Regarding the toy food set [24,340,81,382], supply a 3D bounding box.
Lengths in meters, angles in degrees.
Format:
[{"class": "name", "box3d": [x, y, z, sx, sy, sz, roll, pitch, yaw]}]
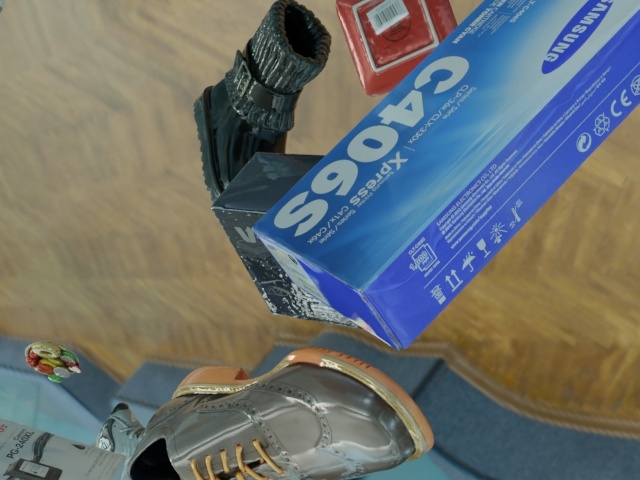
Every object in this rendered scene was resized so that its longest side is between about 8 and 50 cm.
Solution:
[{"class": "toy food set", "box3d": [-0.385, 0.173, 1.518, 0.082, 0.020, 0.083, 33, 135, -24]}]

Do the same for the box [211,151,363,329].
[{"class": "box", "box3d": [0.000, 0.000, 1.066, 0.156, 0.093, 0.158, 6, 137, 38]}]

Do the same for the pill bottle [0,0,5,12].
[{"class": "pill bottle", "box3d": [-0.528, -0.331, 1.518, 0.117, 0.208, 0.117, 27, 176, 2]}]

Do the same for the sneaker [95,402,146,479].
[{"class": "sneaker", "box3d": [-0.239, 0.278, 1.504, 0.132, 0.228, 0.086, 62, -168, 13]}]

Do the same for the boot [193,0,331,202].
[{"class": "boot", "box3d": [-0.073, -0.188, 1.662, 0.260, 0.131, 0.348, -41, 55, 32]}]

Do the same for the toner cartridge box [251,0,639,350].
[{"class": "toner cartridge box", "box3d": [0.120, -0.083, 0.853, 0.165, 0.348, 0.075, 28, 159, 52]}]

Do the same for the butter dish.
[{"class": "butter dish", "box3d": [0.126, -0.298, 1.497, 0.160, 0.118, 0.160, -21, 85, 26]}]

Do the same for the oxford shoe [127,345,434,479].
[{"class": "oxford shoe", "box3d": [-0.047, 0.187, 0.936, 0.363, 0.132, 0.130, -18, 110, 52]}]

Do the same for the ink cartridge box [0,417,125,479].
[{"class": "ink cartridge box", "box3d": [-0.292, 0.250, 1.080, 0.150, 0.109, 0.063, 16, 111, 2]}]
